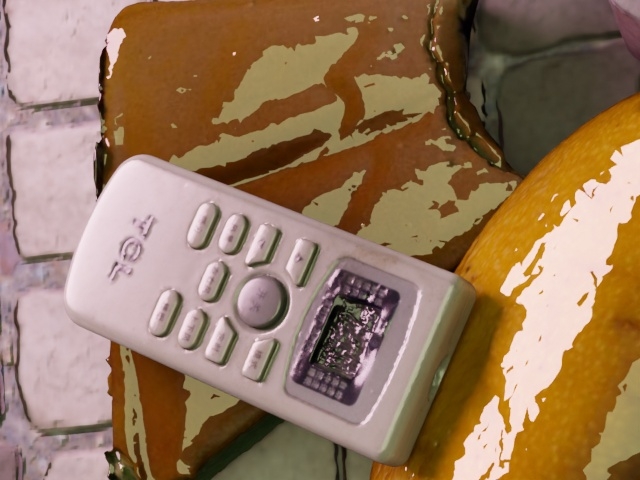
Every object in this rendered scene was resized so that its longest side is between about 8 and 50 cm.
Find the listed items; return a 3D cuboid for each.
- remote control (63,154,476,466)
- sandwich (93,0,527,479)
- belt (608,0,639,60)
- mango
[{"bbox_3d":[-0.029,0.026,0.848,0.190,0.029,0.087,23,87,30],"label":"remote control"},{"bbox_3d":[0.000,0.000,0.912,0.212,0.063,0.245,-4,82,14],"label":"sandwich"},{"bbox_3d":[0.210,-0.124,0.846,0.201,0.124,0.128,25,87,16],"label":"belt"},{"bbox_3d":[0.126,0.055,0.824,0.295,0.120,0.177,-55,39,14],"label":"mango"}]
